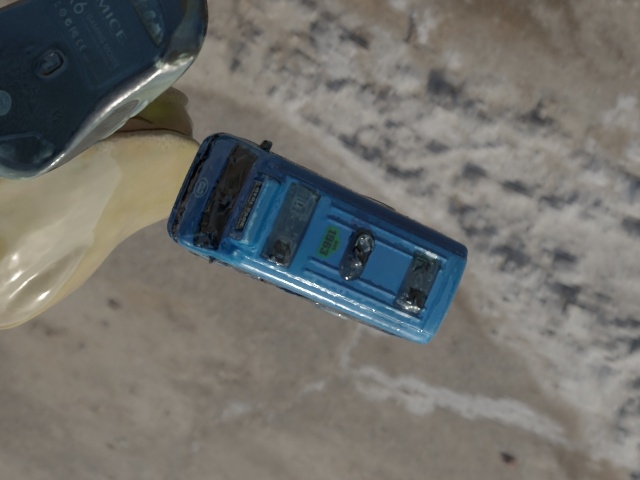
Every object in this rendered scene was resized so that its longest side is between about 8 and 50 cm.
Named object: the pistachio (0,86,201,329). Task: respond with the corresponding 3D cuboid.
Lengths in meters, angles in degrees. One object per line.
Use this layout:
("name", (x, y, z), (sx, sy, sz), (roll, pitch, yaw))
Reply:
("pistachio", (-0.357, -0.056, 1.795), (0.281, 0.446, 0.365), (62, 170, 12))

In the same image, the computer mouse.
("computer mouse", (-0.197, -0.190, 1.328), (0.379, 0.090, 0.167), (-30, 82, 21))

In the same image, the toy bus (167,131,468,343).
("toy bus", (0.000, 0.000, 1.226), (0.246, 0.113, 0.134), (25, 179, -30))
